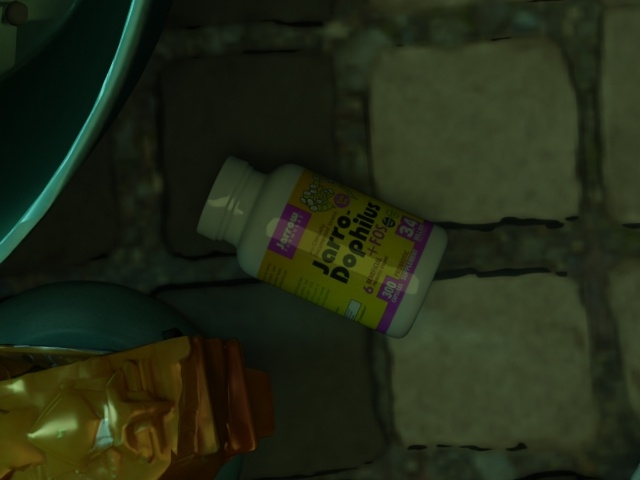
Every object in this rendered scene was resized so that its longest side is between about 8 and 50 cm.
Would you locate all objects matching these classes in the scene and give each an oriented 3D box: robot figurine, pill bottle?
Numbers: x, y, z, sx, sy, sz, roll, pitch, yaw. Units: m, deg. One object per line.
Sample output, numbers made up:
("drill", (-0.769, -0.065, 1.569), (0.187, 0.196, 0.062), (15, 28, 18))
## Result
("robot figurine", (-0.147, 0.136, 0.666), (0.291, 0.085, 0.211), (-15, 77, 22))
("pill bottle", (0.000, 0.000, 0.684), (0.083, 0.043, 0.043), (23, 100, 1))

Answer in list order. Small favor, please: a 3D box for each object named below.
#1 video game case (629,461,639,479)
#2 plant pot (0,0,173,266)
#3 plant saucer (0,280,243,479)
("video game case", (0.169, 0.173, 0.662), (0.201, 0.023, 0.183), (32, 89, 10))
("plant pot", (-0.171, -0.115, 0.586), (0.293, 0.235, 0.293), (1, 98, 5))
("plant saucer", (-0.089, 0.075, 0.716), (0.119, 0.021, 0.119), (1, 98, 5))
